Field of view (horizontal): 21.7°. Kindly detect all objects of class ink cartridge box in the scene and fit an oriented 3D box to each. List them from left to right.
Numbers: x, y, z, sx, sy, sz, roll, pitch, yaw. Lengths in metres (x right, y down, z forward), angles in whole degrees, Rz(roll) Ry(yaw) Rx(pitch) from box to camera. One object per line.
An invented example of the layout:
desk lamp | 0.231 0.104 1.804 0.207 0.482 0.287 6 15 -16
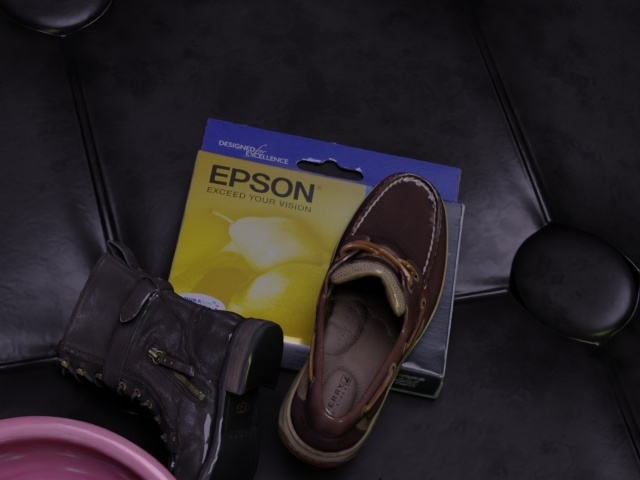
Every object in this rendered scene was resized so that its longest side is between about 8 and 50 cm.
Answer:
ink cartridge box | 0.000 0.000 1.809 0.303 0.072 0.307 11 58 -3

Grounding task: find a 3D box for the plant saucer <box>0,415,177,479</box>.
plant saucer | -0.248 0.324 1.481 0.332 0.084 0.332 -1 80 4

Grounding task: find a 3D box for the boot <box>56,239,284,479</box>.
boot | -0.167 0.152 1.655 0.229 0.091 0.263 18 89 27

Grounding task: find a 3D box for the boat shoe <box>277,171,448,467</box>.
boat shoe | 0.055 0.058 1.671 0.123 0.123 0.342 25 59 3

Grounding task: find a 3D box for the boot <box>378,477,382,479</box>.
boot | 0.135 0.307 1.635 0.198 0.077 0.137 15 51 -3
